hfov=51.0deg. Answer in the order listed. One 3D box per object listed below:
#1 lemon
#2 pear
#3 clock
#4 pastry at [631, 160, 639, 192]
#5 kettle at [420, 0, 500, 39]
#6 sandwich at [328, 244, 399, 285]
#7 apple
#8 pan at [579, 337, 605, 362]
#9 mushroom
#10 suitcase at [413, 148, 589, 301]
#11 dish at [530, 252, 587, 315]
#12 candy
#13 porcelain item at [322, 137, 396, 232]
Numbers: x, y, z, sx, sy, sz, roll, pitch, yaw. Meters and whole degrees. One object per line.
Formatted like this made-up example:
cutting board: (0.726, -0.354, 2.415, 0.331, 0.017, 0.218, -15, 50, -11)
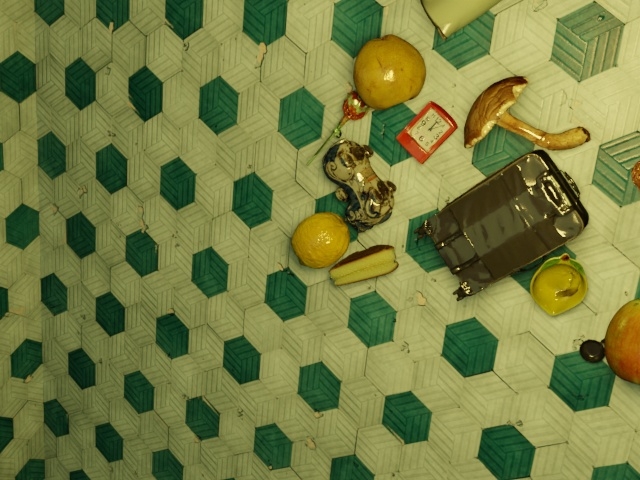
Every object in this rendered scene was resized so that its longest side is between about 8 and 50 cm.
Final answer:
lemon: (0.001, -0.001, 2.151, 0.193, 0.180, 0.181, -34, 84, 52)
pear: (0.194, -0.483, 1.921, 0.208, 0.209, 0.209, 7, 105, 27)
clock: (0.317, -0.318, 1.972, 0.113, 0.061, 0.155, 49, 116, 11)
pastry: (0.860, -0.131, 1.713, 0.087, 0.063, 0.169, -43, 79, 27)
kettle: (0.392, -0.696, 1.798, 0.255, 0.165, 0.241, -35, 55, 34)
sandwich: (0.149, 0.076, 2.144, 0.244, 0.088, 0.090, -19, 101, 27)
apple: (0.856, 0.261, 1.707, 0.246, 0.246, 0.227, 12, 92, 26)
pan: (0.778, 0.292, 1.880, 0.068, 0.023, 0.115, 45, 121, 14)
mushroom: (0.525, -0.309, 1.750, 0.301, 0.233, 0.208, 19, 149, 31)
suitcase: (0.507, -0.042, 1.851, 0.433, 0.194, 0.283, -36, 83, 30)
dish: (0.657, 0.105, 1.857, 0.148, 0.080, 0.208, 8, 123, 9)
candy: (0.049, -0.338, 2.074, 0.078, 0.084, 0.288, 32, 107, -26)
porcelain item: (0.110, -0.170, 2.090, 0.288, 0.138, 0.186, 54, 137, 2)
